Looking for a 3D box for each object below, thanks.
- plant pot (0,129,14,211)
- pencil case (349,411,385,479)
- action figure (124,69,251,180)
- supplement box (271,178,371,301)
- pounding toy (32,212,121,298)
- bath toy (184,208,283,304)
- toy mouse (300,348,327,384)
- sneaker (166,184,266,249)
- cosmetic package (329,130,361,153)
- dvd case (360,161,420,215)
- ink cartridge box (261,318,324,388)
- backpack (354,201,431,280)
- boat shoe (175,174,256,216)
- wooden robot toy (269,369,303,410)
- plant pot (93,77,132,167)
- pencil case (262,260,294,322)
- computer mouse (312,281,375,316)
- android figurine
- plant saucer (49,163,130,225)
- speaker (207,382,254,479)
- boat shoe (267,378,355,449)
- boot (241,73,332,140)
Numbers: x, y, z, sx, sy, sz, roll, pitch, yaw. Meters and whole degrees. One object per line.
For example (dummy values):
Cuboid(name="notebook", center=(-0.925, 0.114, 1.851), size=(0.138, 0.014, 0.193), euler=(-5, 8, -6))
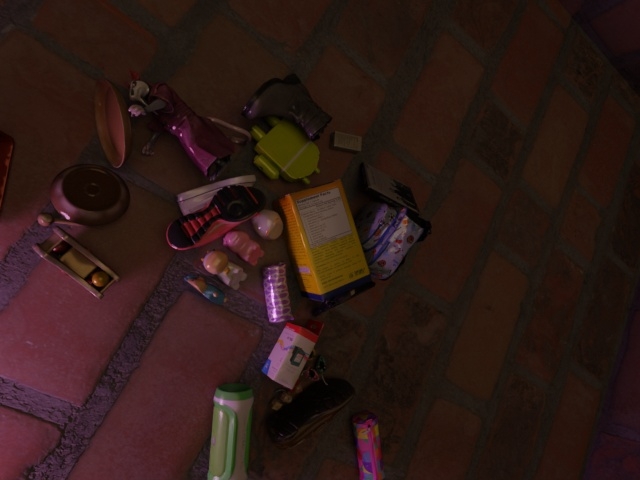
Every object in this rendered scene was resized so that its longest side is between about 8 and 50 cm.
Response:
Cuboid(name="plant pot", center=(-0.928, -0.171, 0.942), size=(0.236, 0.267, 0.267), euler=(8, 83, -10))
Cuboid(name="pencil case", center=(0.172, 0.741, 1.467), size=(0.105, 0.104, 0.236), euler=(-10, 92, -25))
Cuboid(name="action figure", center=(-0.399, -0.356, 1.188), size=(0.370, 0.248, 0.275), euler=(47, 69, -18))
Cuboid(name="supplement box", center=(0.000, 0.000, 1.378), size=(0.194, 0.195, 0.356), euler=(-19, 95, -23))
Cuboid(name="pounding toy", center=(-0.646, 0.016, 1.102), size=(0.269, 0.154, 0.155), euler=(46, 70, -16))
Cuboid(name="bath toy", center=(-0.267, 0.027, 1.300), size=(0.129, 0.151, 0.348), euler=(31, 71, 25))
Cuboid(name="toy mouse", center=(-0.021, 0.441, 1.404), size=(0.143, 0.031, 0.161), euler=(60, 30, -8))
Cuboid(name="sneaker", center=(-0.316, -0.070, 1.257), size=(0.314, 0.136, 0.115), euler=(-28, 85, -10))
Cuboid(name="cosmetic package", center=(0.095, -0.366, 1.529), size=(0.115, 0.041, 0.060), euler=(7, 83, -24))
Cuboid(name="dvd case", center=(0.260, -0.193, 1.542), size=(0.239, 0.029, 0.179), euler=(24, 35, -21))
Cuboid(name="ink cartridge box", center=(-0.091, 0.354, 1.349), size=(0.078, 0.134, 0.231), euler=(34, 73, -19))
Cuboid(name="backpack", center=(0.217, -0.002, 1.452), size=(0.213, 0.276, 0.263), euler=(26, 90, -15))
Cuboid(name="boat shoe", center=(-0.323, -0.143, 1.304), size=(0.258, 0.095, 0.084), euler=(-19, 99, -14))
Cuboid(name="wooden robot toy", center=(-0.090, 0.502, 1.379), size=(0.079, 0.076, 0.173), euler=(42, 71, -28))
Cuboid(name="plant pot", center=(-0.567, -0.321, 1.121), size=(0.032, 0.236, 0.236), euler=(-15, 93, -39))
Cuboid(name="pencil case", center=(-0.142, 0.172, 1.368), size=(0.088, 0.086, 0.206), euler=(-6, 91, -49))
Cuboid(name="computer mouse", center=(0.092, 0.177, 1.426), size=(0.262, 0.184, 0.060), euler=(-24, 79, -23))
Cuboid(name="android figurine", center=(-0.114, -0.313, 1.408), size=(0.273, 0.056, 0.248), euler=(43, 63, -14))
Cuboid(name="plant saucer", center=(-0.640, -0.136, 1.143), size=(0.199, 0.036, 0.198), euler=(14, 61, -27))
Cuboid(name="speaker", center=(-0.274, 0.603, 1.252), size=(0.131, 0.131, 0.296), euler=(6, 84, -24))
Cuboid(name="boat shoe", center=(-0.028, 0.589, 1.386), size=(0.324, 0.122, 0.119), euler=(-22, 128, -24))
Cuboid(name="boot", center=(-0.088, -0.416, 1.335), size=(0.222, 0.118, 0.338), euler=(47, 44, -6))
